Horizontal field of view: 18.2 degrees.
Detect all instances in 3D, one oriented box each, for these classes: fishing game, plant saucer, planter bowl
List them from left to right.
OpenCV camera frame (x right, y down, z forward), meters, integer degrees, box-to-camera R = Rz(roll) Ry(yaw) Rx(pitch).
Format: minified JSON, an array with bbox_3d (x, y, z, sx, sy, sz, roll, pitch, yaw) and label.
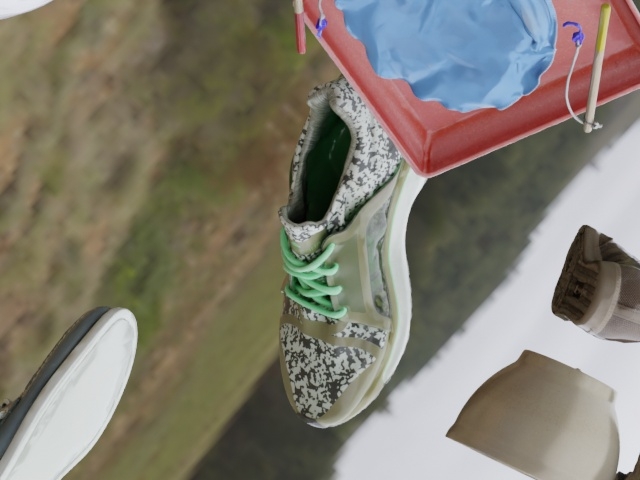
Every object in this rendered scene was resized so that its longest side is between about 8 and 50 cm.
[{"bbox_3d":[0.099,-0.178,1.549,0.189,0.264,0.041,84,27,-48],"label":"fishing game"},{"bbox_3d":[0.145,-0.195,1.782,0.258,0.259,0.048,-23,-138,18],"label":"plant saucer"},{"bbox_3d":[0.211,0.168,1.848,0.162,0.162,0.109,116,0,-87],"label":"planter bowl"}]

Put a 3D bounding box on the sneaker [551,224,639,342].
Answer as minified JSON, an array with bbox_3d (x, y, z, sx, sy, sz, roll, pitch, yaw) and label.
[{"bbox_3d":[0.206,0.039,1.383,0.188,0.071,0.066,-80,-169,-78],"label":"sneaker"}]

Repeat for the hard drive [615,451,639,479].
[{"bbox_3d":[0.285,0.328,1.861,0.339,0.064,0.237,-61,-179,-39],"label":"hard drive"}]

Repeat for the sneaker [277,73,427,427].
[{"bbox_3d":[0.000,0.000,2.066,0.182,0.158,0.410,-8,111,-54],"label":"sneaker"}]

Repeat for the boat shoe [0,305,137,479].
[{"bbox_3d":[-0.282,0.183,1.796,0.319,0.099,0.116,-58,152,-14],"label":"boat shoe"}]

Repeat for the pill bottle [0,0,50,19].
[{"bbox_3d":[-0.267,-0.227,1.173,0.407,0.229,0.229,-8,-154,38],"label":"pill bottle"}]
